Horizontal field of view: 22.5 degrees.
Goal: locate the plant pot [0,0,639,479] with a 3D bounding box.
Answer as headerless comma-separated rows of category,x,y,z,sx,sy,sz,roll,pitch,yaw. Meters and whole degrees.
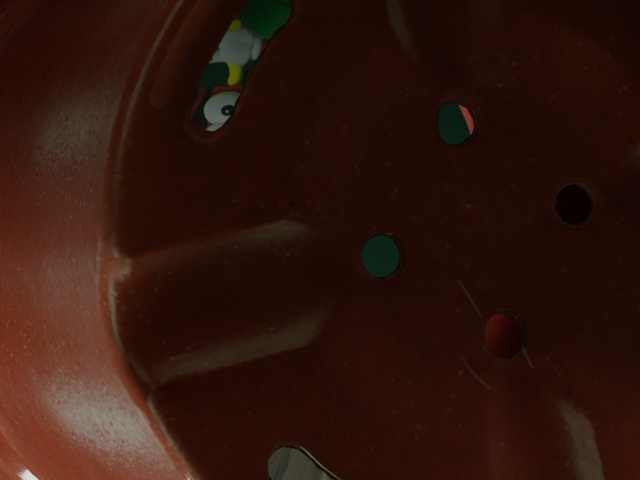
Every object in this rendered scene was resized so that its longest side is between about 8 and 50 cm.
plant pot,0.000,0.000,0.531,0.272,0.272,0.265,18,174,-19

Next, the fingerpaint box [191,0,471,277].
fingerpaint box,0.014,-0.041,1.047,0.371,0.163,0.445,21,180,24
